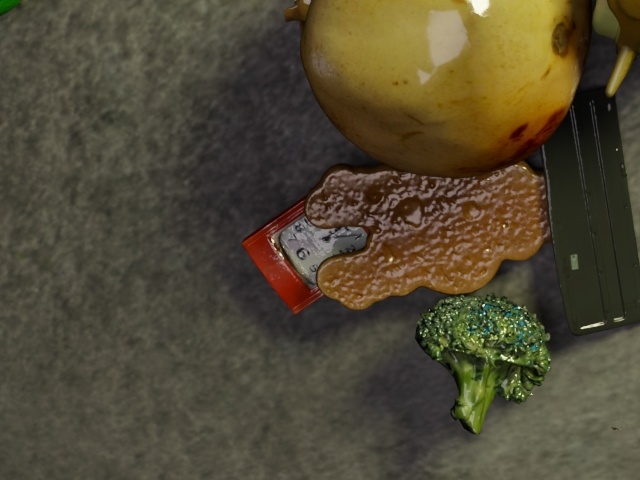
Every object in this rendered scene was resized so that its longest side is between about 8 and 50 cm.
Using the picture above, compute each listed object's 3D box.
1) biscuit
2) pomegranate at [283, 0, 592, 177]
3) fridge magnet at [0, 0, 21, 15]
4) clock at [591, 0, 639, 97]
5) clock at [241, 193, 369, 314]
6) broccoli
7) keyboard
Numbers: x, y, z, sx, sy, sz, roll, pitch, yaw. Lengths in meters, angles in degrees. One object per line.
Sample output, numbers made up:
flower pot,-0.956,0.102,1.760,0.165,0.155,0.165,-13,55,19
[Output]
biscuit,0.131,-0.020,1.389,0.295,0.044,0.186,-6,108,6
pomegranate,0.113,-0.213,1.227,0.319,0.319,0.319,6,109,18
fridge magnet,-0.432,-0.374,1.478,0.208,0.088,0.208,7,110,19
clock,0.347,-0.304,1.116,0.117,0.286,0.348,19,116,11
clock,0.000,0.000,1.462,0.155,0.061,0.113,-34,97,22
broccoli,0.184,0.139,1.380,0.154,0.167,0.160,19,86,23
keyboard,0.316,0.023,1.356,0.103,0.041,0.381,-12,98,-3
